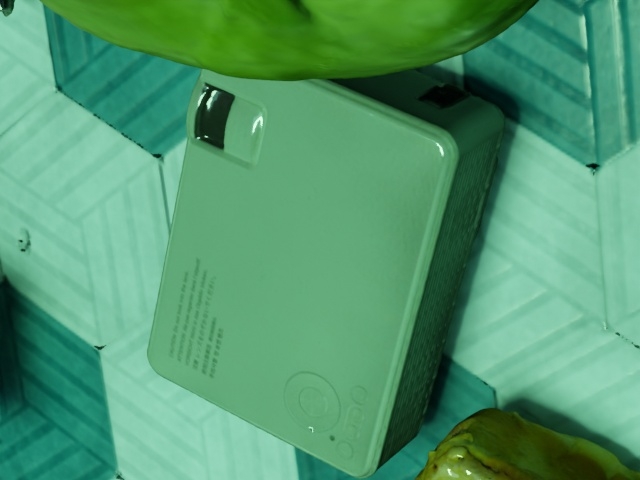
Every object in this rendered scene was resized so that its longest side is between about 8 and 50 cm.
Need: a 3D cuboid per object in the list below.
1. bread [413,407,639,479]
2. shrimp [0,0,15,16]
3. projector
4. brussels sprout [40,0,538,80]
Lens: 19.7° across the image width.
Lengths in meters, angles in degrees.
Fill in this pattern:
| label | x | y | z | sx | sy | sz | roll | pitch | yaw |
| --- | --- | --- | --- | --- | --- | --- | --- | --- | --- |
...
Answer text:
| label | x | y | z | sx | sy | sz | roll | pitch | yaw |
| --- | --- | --- | --- | --- | --- | --- | --- | --- | --- |
| bread | 0.178 | 0.239 | 1.165 | 0.294 | 0.132 | 0.166 | 33 | 121 | 19 |
| shrimp | -0.256 | -0.312 | 1.274 | 0.164 | 0.062 | 0.316 | -19 | 95 | 32 |
| projector | 0.000 | 0.000 | 1.208 | 0.192 | 0.099 | 0.256 | 24 | 119 | 21 |
| brussels sprout | -0.016 | -0.264 | 0.988 | 0.425 | 0.342 | 0.361 | -2 | 134 | 36 |
